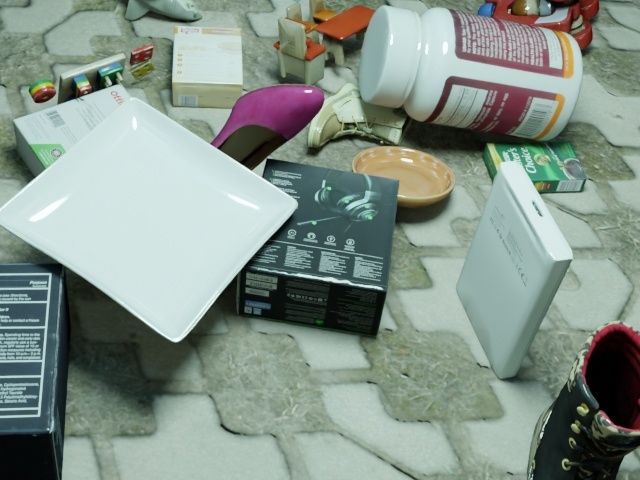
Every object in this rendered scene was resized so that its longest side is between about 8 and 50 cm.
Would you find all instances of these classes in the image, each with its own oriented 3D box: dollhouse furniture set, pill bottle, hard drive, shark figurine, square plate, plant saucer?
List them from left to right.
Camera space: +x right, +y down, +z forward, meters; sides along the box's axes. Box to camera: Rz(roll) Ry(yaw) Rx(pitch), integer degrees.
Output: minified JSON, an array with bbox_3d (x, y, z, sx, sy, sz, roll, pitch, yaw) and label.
[{"bbox_3d":[-0.415,-0.553,2.075,0.278,0.116,0.166,39,21,14],"label":"shark figurine"},{"bbox_3d":[-0.266,-0.039,1.479,0.347,0.049,0.344,33,53,8],"label":"square plate"},{"bbox_3d":[0.028,-0.437,1.959,0.262,0.135,0.259,26,46,32],"label":"dollhouse furniture set"},{"bbox_3d":[0.156,-0.118,1.784,0.199,0.037,0.200,7,33,-4],"label":"plant saucer"},{"bbox_3d":[0.287,-0.330,1.834,0.392,0.224,0.224,8,48,-15],"label":"pill bottle"},{"bbox_3d":[0.301,0.053,1.501,0.040,0.308,0.203,-8,51,-15],"label":"hard drive"}]

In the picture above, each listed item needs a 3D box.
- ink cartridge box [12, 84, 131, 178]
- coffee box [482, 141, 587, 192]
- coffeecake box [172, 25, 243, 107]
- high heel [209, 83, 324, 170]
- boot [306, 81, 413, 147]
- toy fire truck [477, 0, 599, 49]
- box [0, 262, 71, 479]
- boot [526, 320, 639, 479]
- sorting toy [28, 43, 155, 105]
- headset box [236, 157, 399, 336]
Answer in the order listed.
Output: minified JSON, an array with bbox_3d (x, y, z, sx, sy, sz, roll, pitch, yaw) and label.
[{"bbox_3d":[-0.435,-0.183,1.748,0.219,0.093,0.160,-24,57,-26],"label":"ink cartridge box"},{"bbox_3d":[0.426,-0.146,1.868,0.184,0.040,0.113,-1,49,-9],"label":"coffee box"},{"bbox_3d":[-0.234,-0.362,1.948,0.142,0.068,0.186,1,49,-7],"label":"coffeecake box"},{"bbox_3d":[-0.136,-0.128,1.609,0.127,0.377,0.181,23,53,-40],"label":"high heel"},{"bbox_3d":[0.081,-0.228,1.867,0.165,0.077,0.213,26,43,15],"label":"boot"},{"bbox_3d":[0.505,-0.560,2.182,0.253,0.169,0.302,1,44,25],"label":"toy fire truck"},{"bbox_3d":[-0.517,0.197,1.346,0.296,0.183,0.294,0,49,-10],"label":"box"},{"bbox_3d":[0.369,0.321,1.292,0.138,0.284,0.377,16,48,7],"label":"boot"},{"bbox_3d":[-0.433,-0.298,1.833,0.274,0.132,0.046,-26,79,-26],"label":"sorting toy"},{"bbox_3d":[0.000,0.000,1.624,0.246,0.131,0.283,9,49,0],"label":"headset box"}]
